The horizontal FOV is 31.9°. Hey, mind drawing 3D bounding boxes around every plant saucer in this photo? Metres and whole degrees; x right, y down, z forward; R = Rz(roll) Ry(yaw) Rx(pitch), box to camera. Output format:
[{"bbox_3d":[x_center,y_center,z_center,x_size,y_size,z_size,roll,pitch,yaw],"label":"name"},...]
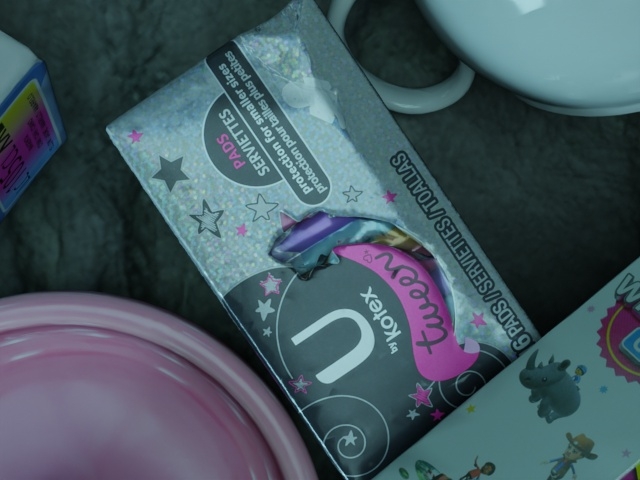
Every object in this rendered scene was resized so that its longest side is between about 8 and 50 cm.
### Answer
[{"bbox_3d":[-0.161,0.194,0.728,0.332,0.084,0.332,0,94,-3],"label":"plant saucer"}]

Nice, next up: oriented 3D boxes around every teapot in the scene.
[{"bbox_3d":[0.165,-0.160,0.667,0.252,0.256,0.187,-38,134,-20],"label":"teapot"}]

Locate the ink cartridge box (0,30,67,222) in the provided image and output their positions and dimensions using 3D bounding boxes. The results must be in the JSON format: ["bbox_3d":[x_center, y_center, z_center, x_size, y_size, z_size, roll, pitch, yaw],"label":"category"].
[{"bbox_3d":[-0.369,0.003,0.610,0.270,0.151,0.395,33,73,5],"label":"ink cartridge box"}]

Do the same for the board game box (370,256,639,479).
[{"bbox_3d":[0.205,0.122,0.641,0.303,0.097,0.224,-41,134,-3],"label":"board game box"}]

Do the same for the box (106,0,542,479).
[{"bbox_3d":[0.000,0.000,0.680,0.142,0.163,0.247,-35,94,-1],"label":"box"}]
